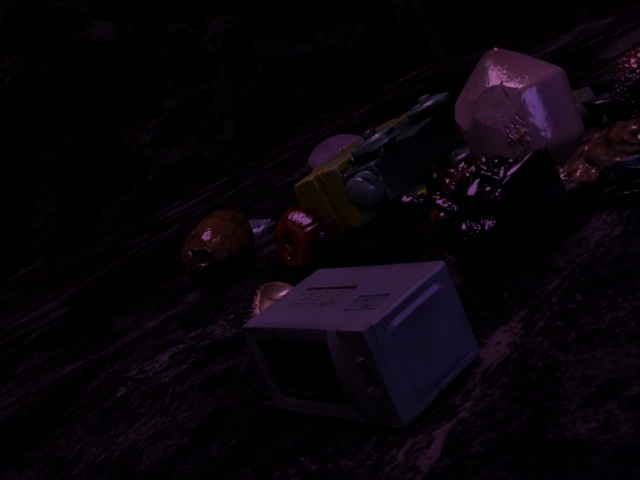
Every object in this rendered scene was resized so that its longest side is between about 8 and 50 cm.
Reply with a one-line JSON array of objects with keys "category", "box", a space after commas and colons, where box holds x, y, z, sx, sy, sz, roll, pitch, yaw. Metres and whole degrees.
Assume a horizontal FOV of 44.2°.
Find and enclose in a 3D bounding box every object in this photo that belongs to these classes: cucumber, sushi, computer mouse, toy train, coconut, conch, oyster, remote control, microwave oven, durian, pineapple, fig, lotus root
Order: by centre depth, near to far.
[{"category": "microwave oven", "box": [0.043, 0.111, 0.867, 0.162, 0.122, 0.208, -34, 18, -37]}, {"category": "cucumber", "box": [0.417, -0.066, 1.102, 0.134, 0.034, 0.033, -13, 22, 38]}, {"category": "sushi", "box": [0.226, -0.048, 1.104, 0.172, 0.153, 0.150, -46, 39, -9]}, {"category": "oyster", "box": [0.433, -0.129, 1.169, 0.222, 0.083, 0.214, -24, -2, 26]}, {"category": "durian", "box": [-0.084, 0.112, 1.275, 0.066, 0.052, 0.130, 25, 40, 18]}, {"category": "fig", "box": [-0.007, 0.006, 1.374, 0.150, 0.128, 0.128, 15, 7, -13]}, {"category": "coconut", "box": [0.343, -0.225, 1.396, 0.224, 0.234, 0.224, -26, 15, 7]}, {"category": "pineapple", "box": [0.588, -0.282, 1.496, 0.237, 0.111, 0.119, -42, -8, -38]}, {"category": "toy train", "box": [0.138, -0.157, 1.626, 0.272, 0.179, 0.442, -22, 12, 42]}, {"category": "conch", "box": [0.528, -0.278, 1.634, 0.088, 0.065, 0.180, -9, 29, 40]}, {"category": "lotus root", "box": [-0.213, 0.008, 1.650, 0.145, 0.128, 0.260, -30, 11, 14]}, {"category": "remote control", "box": [-0.209, -0.002, 1.843, 0.247, 0.052, 0.104, -11, 20, 32]}, {"category": "computer mouse", "box": [0.058, -0.209, 2.036, 0.184, 0.121, 0.297, -23, 13, -3]}]
